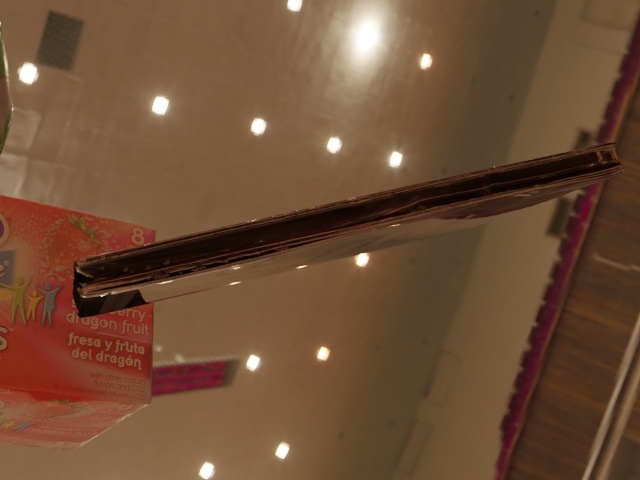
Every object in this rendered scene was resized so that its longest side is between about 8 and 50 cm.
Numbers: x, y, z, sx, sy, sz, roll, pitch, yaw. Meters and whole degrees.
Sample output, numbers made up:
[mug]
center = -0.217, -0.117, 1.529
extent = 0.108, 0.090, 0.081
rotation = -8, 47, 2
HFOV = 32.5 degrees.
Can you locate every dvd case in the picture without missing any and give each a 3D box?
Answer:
[dvd case]
center = 0.000, 0.000, 0.495
extent = 0.164, 0.221, 0.018
rotation = 153, 104, -75

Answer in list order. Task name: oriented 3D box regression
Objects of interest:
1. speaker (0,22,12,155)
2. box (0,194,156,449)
[speaker]
center = -0.196, 0.048, 0.442
extent = 0.131, 0.131, 0.296
rotation = -15, -61, -57
[box]
center = -0.281, 0.050, 0.770
extent = 0.300, 0.154, 0.142
rotation = 12, -118, -30
